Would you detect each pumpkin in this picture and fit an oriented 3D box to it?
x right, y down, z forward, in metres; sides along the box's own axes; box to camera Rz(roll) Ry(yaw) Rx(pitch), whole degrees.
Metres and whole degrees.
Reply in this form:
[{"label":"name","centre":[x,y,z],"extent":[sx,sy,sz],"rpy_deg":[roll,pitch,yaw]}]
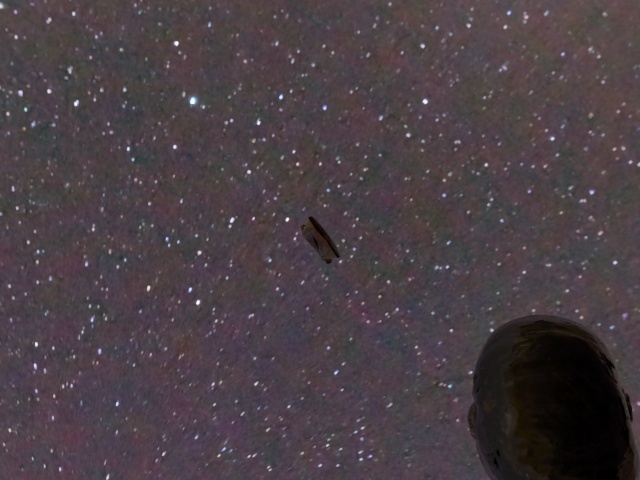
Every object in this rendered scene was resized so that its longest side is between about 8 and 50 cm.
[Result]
[{"label":"pumpkin","centre":[0.503,0.391,1.326],"extent":[0.344,0.454,0.454],"rpy_deg":[-12,-124,19]}]

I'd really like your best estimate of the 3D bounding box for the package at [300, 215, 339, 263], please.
[{"label":"package","centre":[0.000,0.000,1.309],"extent":[0.031,0.121,0.108],"rpy_deg":[-37,-91,-13]}]
